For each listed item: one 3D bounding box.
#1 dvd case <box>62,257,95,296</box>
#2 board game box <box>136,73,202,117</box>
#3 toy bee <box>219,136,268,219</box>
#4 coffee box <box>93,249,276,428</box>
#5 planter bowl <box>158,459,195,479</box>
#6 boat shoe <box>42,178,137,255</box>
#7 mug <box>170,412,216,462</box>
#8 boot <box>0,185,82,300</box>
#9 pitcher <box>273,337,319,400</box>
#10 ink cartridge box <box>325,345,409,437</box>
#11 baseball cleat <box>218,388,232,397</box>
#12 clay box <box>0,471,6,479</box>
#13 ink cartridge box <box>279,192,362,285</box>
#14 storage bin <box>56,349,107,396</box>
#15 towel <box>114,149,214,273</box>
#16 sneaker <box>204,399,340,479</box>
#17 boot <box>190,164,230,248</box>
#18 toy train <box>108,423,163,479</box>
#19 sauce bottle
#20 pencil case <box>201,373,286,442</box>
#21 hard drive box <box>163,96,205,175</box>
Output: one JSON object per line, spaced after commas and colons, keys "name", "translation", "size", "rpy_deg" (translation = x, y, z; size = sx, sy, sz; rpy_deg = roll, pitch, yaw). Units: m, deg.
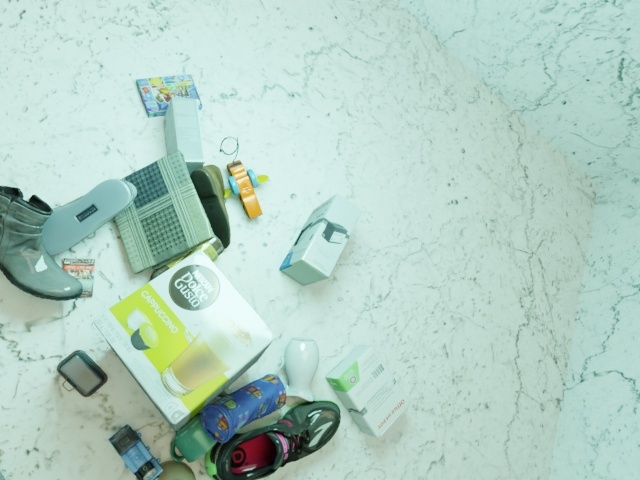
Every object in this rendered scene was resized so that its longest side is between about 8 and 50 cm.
{"name": "dvd case", "translation": [-0.753, 0.115, 1.302], "size": [0.087, 0.013, 0.119], "rpy_deg": [2, 75, -26]}
{"name": "board game box", "translation": [-0.557, -0.538, 1.553], "size": [0.201, 0.035, 0.136], "rpy_deg": [-19, 86, -29]}
{"name": "toy bee", "translation": [-0.290, -0.236, 1.561], "size": [0.196, 0.162, 0.298], "rpy_deg": [-2, 107, -22]}
{"name": "coffee box", "translation": [-0.382, 0.295, 1.218], "size": [0.334, 0.338, 0.337], "rpy_deg": [-37, 79, -30]}
{"name": "planter bowl", "translation": [-0.443, 0.754, 1.246], "size": [0.162, 0.109, 0.161], "rpy_deg": [7, 74, -26]}
{"name": "boat shoe", "translation": [-0.733, -0.078, 1.298], "size": [0.367, 0.156, 0.135], "rpy_deg": [-34, 100, 0]}
{"name": "mug", "translation": [-0.394, 0.608, 1.295], "size": [0.158, 0.129, 0.097], "rpy_deg": [-37, 93, -29]}
{"name": "boot", "translation": [-0.795, 0.007, 1.165], "size": [0.338, 0.118, 0.222], "rpy_deg": [31, 101, -7]}
{"name": "pitcher", "translation": [-0.096, 0.457, 1.502], "size": [0.178, 0.125, 0.207], "rpy_deg": [5, 86, -10]}
{"name": "ink cartridge box", "translation": [0.182, 0.572, 1.607], "size": [0.198, 0.115, 0.272], "rpy_deg": [-35, 94, -29]}
{"name": "baseball cleat", "translation": [-0.396, 0.488, 1.367], "size": [0.206, 0.072, 0.109], "rpy_deg": [30, 71, -7]}
{"name": "clay box", "translation": [-0.901, 0.631, 1.075], "size": [0.128, 0.053, 0.222], "rpy_deg": [-30, 91, -29]}
{"name": "ink cartridge box", "translation": [0.000, 0.000, 1.595], "size": [0.129, 0.223, 0.307], "rpy_deg": [36, 64, -14]}
{"name": "storage bin", "translation": [-0.698, 0.392, 1.217], "size": [0.135, 0.091, 0.098], "rpy_deg": [50, 61, -7]}
{"name": "towel", "translation": [-0.518, -0.085, 1.346], "size": [0.312, 0.056, 0.324], "rpy_deg": [-24, 82, 11]}
{"name": "sneaker", "translation": [-0.124, 0.672, 1.375], "size": [0.483, 0.202, 0.185], "rpy_deg": [-14, 85, -29]}
{"name": "boot", "translation": [-0.359, -0.118, 1.474], "size": [0.115, 0.113, 0.305], "rpy_deg": [-59, 145, -59]}
{"name": "toy train", "translation": [-0.534, 0.623, 1.215], "size": [0.080, 0.105, 0.184], "rpy_deg": [-37, 72, -29]}
{"name": "sauce bottle", "translation": [-0.479, 0.107, 1.390], "size": [0.344, 0.111, 0.111], "rpy_deg": [-44, 99, -27]}
{"name": "pencil case", "translation": [-0.236, 0.532, 1.342], "size": [0.306, 0.119, 0.133], "rpy_deg": [-4, 119, -59]}
{"name": "hard drive box", "translation": [-0.479, -0.348, 1.463], "size": [0.089, 0.181, 0.232], "rpy_deg": [-4, 80, -29]}
